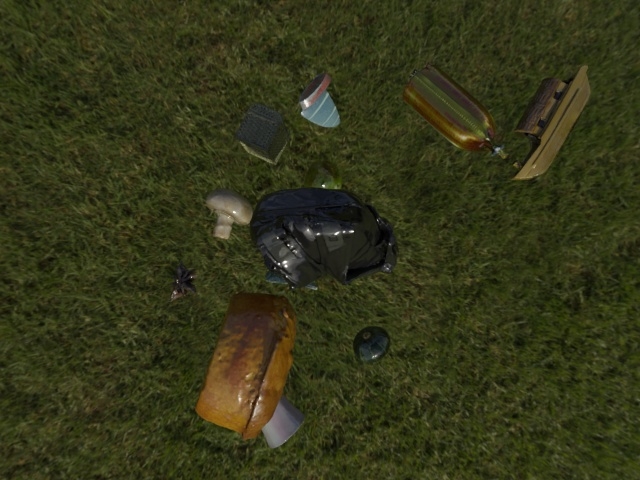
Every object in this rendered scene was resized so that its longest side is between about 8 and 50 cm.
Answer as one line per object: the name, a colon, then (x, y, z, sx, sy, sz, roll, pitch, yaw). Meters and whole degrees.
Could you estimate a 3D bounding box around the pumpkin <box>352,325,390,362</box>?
pumpkin: (0.214, 0.439, 1.700, 0.167, 0.167, 0.125, -22, 126, -4)

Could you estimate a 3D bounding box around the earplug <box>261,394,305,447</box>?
earplug: (-0.218, 0.610, 1.540, 0.172, 0.172, 0.301, -38, 88, -4)

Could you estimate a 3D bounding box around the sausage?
sausage: (0.346, -0.313, 1.006, 0.117, 0.125, 0.317, -36, 65, -4)

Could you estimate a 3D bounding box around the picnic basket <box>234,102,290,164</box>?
picnic basket: (-0.201, -0.389, 1.471, 0.134, 0.196, 0.154, 24, 88, 5)

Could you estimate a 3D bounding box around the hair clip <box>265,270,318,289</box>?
hair clip: (-0.117, 0.153, 1.580, 0.230, 0.036, 0.066, 12, 45, 19)

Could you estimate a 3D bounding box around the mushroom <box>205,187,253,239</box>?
mushroom: (-0.393, -0.119, 1.711, 0.207, 0.206, 0.209, 26, 111, -2)

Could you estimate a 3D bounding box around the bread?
bread: (-0.155, 0.262, 0.869, 0.173, 0.312, 0.311, 16, 87, -6)

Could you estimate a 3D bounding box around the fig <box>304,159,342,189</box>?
fig: (0.009, -0.228, 1.694, 0.167, 0.233, 0.167, 2, 49, -2)

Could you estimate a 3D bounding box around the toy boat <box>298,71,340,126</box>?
toy boat: (0.009, -0.257, 0.802, 0.034, 0.122, 0.096, 29, 77, 38)

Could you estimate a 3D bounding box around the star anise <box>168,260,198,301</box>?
star anise: (-0.446, 0.124, 1.298, 0.124, 0.056, 0.129, -20, 63, 21)

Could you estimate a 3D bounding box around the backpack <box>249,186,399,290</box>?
backpack: (0.000, 0.000, 1.022, 0.364, 0.446, 0.254, -10, 73, 16)

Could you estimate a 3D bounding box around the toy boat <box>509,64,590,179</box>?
toy boat: (0.414, -0.214, 0.747, 0.088, 0.068, 0.225, 29, 98, 8)
